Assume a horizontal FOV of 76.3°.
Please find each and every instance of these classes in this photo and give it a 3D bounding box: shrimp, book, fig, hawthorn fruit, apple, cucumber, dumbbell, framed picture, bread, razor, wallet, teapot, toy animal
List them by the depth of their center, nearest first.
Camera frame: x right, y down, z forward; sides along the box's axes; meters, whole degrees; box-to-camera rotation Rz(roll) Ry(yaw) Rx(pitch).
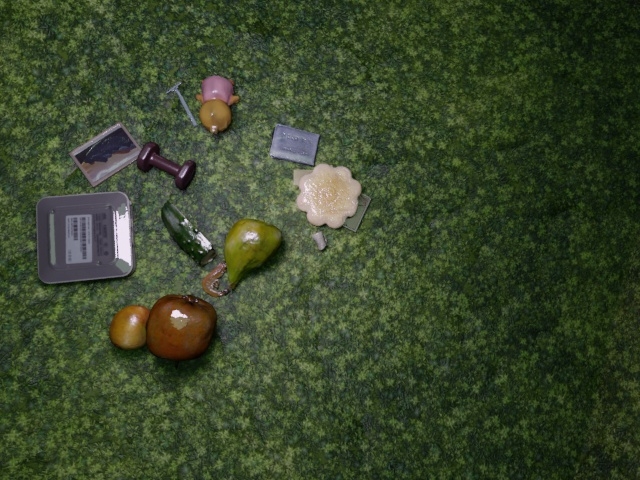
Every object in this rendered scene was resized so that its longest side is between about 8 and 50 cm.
[{"bbox_3d":[-0.566,0.368,1.636,0.268,0.268,0.300,14,86,-6],"label":"hawthorn fruit"},{"bbox_3d":[-0.768,0.354,1.657,0.155,0.182,0.182,2,82,7],"label":"apple"},{"bbox_3d":[-0.307,0.049,1.728,0.233,0.233,0.314,29,71,-3],"label":"fig"},{"bbox_3d":[-0.590,-0.036,1.755,0.105,0.145,0.325,-41,85,-18],"label":"cucumber"},{"bbox_3d":[-0.670,-0.326,1.782,0.225,0.124,0.140,27,80,-3],"label":"dumbbell"},{"bbox_3d":[-0.433,0.172,1.795,0.178,0.034,0.124,-45,93,-9],"label":"shrimp"},{"bbox_3d":[-0.945,-0.384,1.807,0.265,0.018,0.192,-38,88,-10],"label":"framed picture"},{"bbox_3d":[-0.463,-0.603,1.824,0.195,0.169,0.281,2,82,-4],"label":"toy animal"},{"bbox_3d":[0.000,0.000,1.869,0.067,0.057,0.083,-23,92,-39],"label":"teapot"},{"bbox_3d":[-0.622,-0.618,1.877,0.084,0.036,0.211,-29,93,13],"label":"razor"},{"bbox_3d":[0.040,-0.209,1.879,0.316,0.054,0.316,0,87,-7],"label":"bread"},{"bbox_3d":[-0.071,-0.295,1.914,0.111,0.014,0.077,1,83,-7],"label":"book"},{"bbox_3d":[0.088,-0.174,1.915,0.260,0.023,0.189,25,80,-4],"label":"framed picture"},{"bbox_3d":[-0.124,-0.448,1.916,0.222,0.036,0.167,13,81,-6],"label":"wallet"}]

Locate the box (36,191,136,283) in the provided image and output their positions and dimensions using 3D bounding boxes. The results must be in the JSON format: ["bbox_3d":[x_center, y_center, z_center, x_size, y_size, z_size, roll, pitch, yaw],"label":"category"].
[{"bbox_3d":[-0.982,-0.014,1.717,0.373,0.090,0.367,-6,84,-7],"label":"box"}]
